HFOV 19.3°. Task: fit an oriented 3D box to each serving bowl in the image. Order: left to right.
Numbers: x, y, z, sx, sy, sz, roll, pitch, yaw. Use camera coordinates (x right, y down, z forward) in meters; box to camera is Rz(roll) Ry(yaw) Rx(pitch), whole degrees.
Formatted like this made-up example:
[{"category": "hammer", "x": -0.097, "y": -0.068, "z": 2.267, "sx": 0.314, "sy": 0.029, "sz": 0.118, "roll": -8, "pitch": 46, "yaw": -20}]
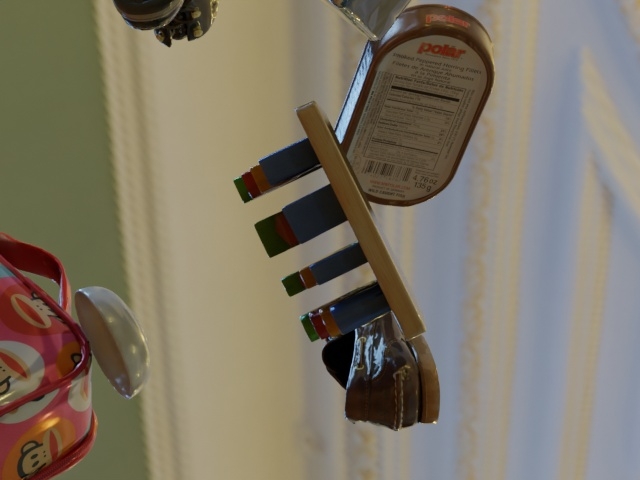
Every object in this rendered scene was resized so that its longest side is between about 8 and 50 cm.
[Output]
[{"category": "serving bowl", "x": -0.140, "y": 0.067, "z": 1.306, "sx": 0.083, "sy": 0.027, "sz": 0.083, "roll": 50, "pitch": -24, "yaw": 32}]

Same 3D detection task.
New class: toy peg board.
[{"category": "toy peg board", "x": 0.000, "y": 0.000, "z": 1.243, "sx": 0.161, "sy": 0.079, "sz": 0.160, "roll": 64, "pitch": 3, "yaw": 0}]

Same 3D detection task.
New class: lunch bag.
[{"category": "lunch bag", "x": -0.302, "y": 0.075, "z": 1.363, "sx": 0.293, "sy": 0.258, "sz": 0.120, "roll": 39, "pitch": -35, "yaw": 34}]

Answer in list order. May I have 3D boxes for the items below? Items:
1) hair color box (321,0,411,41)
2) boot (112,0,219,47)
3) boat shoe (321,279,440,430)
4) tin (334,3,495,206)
[{"category": "hair color box", "x": -0.048, "y": -0.308, "z": 1.261, "sx": 0.347, "sy": 0.174, "sz": 0.105, "roll": 40, "pitch": 3, "yaw": 18}, {"category": "boot", "x": -0.134, "y": -0.233, "z": 1.706, "sx": 0.085, "sy": 0.236, "sz": 0.179, "roll": -3, "pitch": -41, "yaw": 4}, {"category": "boat shoe", "x": 0.037, "y": 0.079, "z": 1.393, "sx": 0.207, "sy": 0.073, "sz": 0.073, "roll": -111, "pitch": -163, "yaw": -74}, {"category": "tin", "x": 0.076, "y": -0.105, "z": 1.519, "sx": 0.040, "sy": 0.106, "sz": 0.190, "roll": -98, "pitch": -158, "yaw": -47}]
